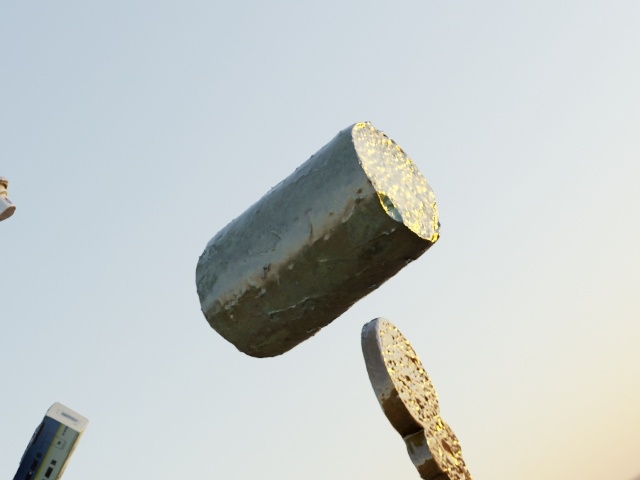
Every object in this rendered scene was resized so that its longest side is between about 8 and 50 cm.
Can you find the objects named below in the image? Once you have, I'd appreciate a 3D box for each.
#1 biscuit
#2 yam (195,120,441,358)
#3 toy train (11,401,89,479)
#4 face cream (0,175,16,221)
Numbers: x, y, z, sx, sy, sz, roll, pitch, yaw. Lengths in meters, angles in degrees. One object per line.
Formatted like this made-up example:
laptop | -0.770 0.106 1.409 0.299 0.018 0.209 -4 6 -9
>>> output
biscuit | 0.078 0.146 1.333 0.026 0.175 0.124 -28 -6 16
yam | 0.000 0.000 1.717 0.268 0.161 0.161 -39 -13 34
toy train | -0.342 0.299 1.850 0.233 0.051 0.052 -62 0 14
face cream | -0.486 -0.126 1.986 0.073 0.283 0.073 -44 -11 -11
